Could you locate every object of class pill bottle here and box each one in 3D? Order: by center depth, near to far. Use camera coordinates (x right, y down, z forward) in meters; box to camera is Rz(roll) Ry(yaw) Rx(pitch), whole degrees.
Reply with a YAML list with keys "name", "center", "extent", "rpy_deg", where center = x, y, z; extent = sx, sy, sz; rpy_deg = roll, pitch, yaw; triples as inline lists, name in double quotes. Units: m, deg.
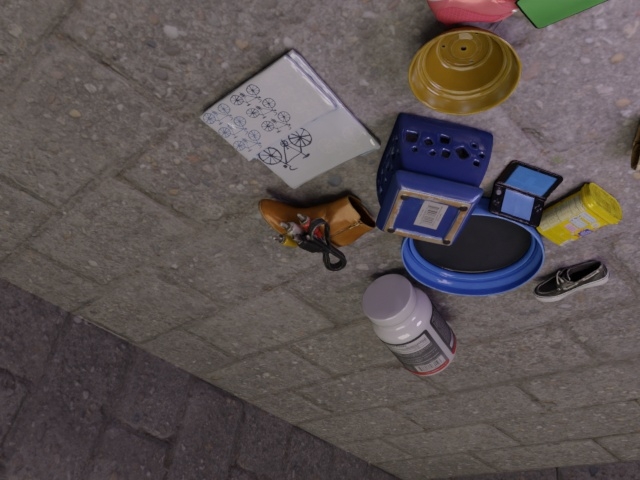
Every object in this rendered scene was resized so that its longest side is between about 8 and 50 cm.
- name: "pill bottle"
  center: [0.293, 0.277, 1.898]
  extent: [0.210, 0.210, 0.363]
  rpy_deg: [-13, 137, 29]

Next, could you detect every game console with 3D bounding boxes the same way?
- name: "game console"
  center: [0.509, -0.113, 1.434]
  extent: [0.144, 0.124, 0.085]
  rpy_deg: [18, 169, -7]

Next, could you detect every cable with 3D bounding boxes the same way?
- name: "cable"
  center: [0.000, 0.000, 1.614]
  extent: [0.139, 0.072, 0.287]
  rpy_deg: [-38, 146, 19]

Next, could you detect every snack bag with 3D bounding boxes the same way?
- name: "snack bag"
  center: [-0.074, -0.269, 1.421]
  extent: [0.323, 0.037, 0.342]
  rpy_deg: [-22, 132, 36]

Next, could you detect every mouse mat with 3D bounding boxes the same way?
- name: "mouse mat"
  center: [0.434, -0.424, 1.007]
  extent: [0.152, 0.007, 0.189]
  rpy_deg: [-16, 174, 32]

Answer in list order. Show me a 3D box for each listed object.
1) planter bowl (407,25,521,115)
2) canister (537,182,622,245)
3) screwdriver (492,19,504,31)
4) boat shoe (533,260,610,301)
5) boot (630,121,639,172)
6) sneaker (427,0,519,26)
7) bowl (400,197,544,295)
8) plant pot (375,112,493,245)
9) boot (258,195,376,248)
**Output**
- name: "planter bowl"
  center: [0.286, -0.359, 1.154]
  extent: [0.217, 0.090, 0.217]
  rpy_deg: [6, 148, 4]
- name: "canister"
  center: [0.652, -0.061, 1.469]
  extent: [0.126, 0.073, 0.170]
  rpy_deg: [29, 141, -21]
- name: "screwdriver"
  center: [0.373, -0.451, 1.068]
  extent: [0.025, 0.024, 0.170]
  rpy_deg: [-1, 152, -35]
- name: "boat shoe"
  center: [0.721, 0.112, 1.682]
  extent: [0.219, 0.078, 0.070]
  rpy_deg: [-27, 130, 29]
- name: "boot"
  center: [0.795, -0.168, 1.269]
  extent: [0.203, 0.095, 0.262]
  rpy_deg: [-5, 139, 20]
- name: "sneaker"
  center: [0.336, -0.462, 1.019]
  extent: [0.313, 0.116, 0.136]
  rpy_deg: [-2, 152, 28]
- name: "bowl"
  center: [0.427, 0.023, 1.637]
  extent: [0.391, 0.077, 0.391]
  rpy_deg: [8, 143, 6]
- name: "plant pot"
  center: [0.258, -0.130, 1.368]
  extent: [0.236, 0.212, 0.236]
  rpy_deg: [13, 144, -1]
- name: "boot"
  center: [-0.004, -0.078, 1.615]
  extent: [0.295, 0.104, 0.211]
  rpy_deg: [30, 134, -31]
